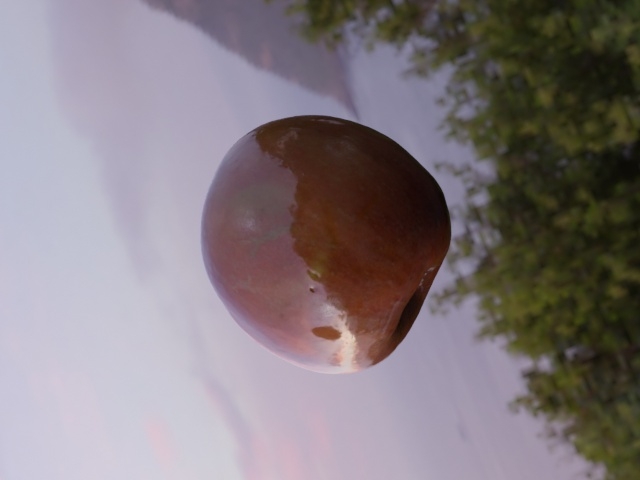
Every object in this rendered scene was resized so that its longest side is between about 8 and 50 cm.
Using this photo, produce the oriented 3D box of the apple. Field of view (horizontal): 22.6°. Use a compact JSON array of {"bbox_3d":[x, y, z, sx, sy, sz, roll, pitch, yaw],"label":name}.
[{"bbox_3d":[0.000,0.000,1.533,0.253,0.253,0.253,158,90,-90],"label":"apple"}]
